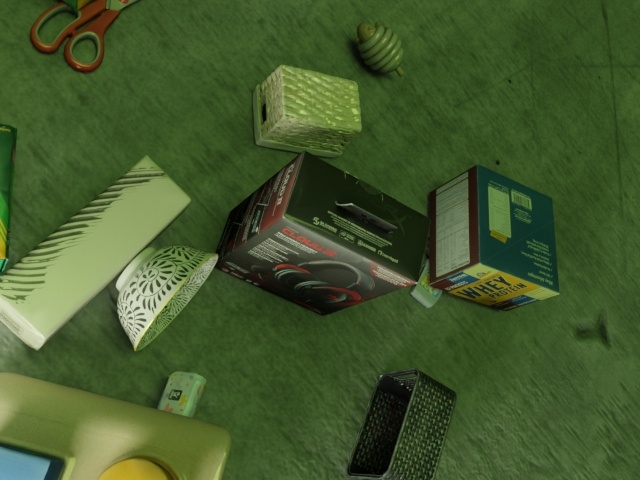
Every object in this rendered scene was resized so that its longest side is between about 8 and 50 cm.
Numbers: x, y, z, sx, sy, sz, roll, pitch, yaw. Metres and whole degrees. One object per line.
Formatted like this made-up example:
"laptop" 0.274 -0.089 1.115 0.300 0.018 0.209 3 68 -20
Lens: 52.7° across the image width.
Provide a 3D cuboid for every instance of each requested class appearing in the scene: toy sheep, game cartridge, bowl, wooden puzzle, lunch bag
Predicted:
"toy sheep" 0.120 -0.373 1.261 0.132 0.091 0.091 38 59 -21
"game cartridge" 0.204 0.081 1.205 0.056 0.017 0.083 40 59 -18
"bowl" -0.224 0.060 0.884 0.080 0.170 0.170 40 58 1
"wooden puzzle" -0.298 0.339 0.721 0.322 0.080 0.348 13 64 3
"lunch bag" -0.193 0.220 0.890 0.053 0.083 0.071 27 63 -20

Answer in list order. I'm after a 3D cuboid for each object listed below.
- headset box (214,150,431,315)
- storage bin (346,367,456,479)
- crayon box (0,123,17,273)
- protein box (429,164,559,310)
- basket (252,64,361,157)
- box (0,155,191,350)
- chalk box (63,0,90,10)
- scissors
"headset box" 0.000 0.000 0.947 0.218 0.293 0.110 26 63 -21
"storage bin" 0.129 0.305 1.026 0.084 0.122 0.180 32 61 -18
"crayon box" -0.490 -0.057 0.703 0.278 0.081 0.165 5 72 -29
"protein box" 0.324 0.001 1.216 0.200 0.136 0.201 19 62 -26
"basket" -0.021 -0.222 1.118 0.167 0.103 0.113 5 71 -28
"box" -0.308 0.014 0.874 0.094 0.113 0.275 45 57 -9
"chalk box" -0.399 -0.482 0.961 0.213 0.132 0.132 41 59 -4
"scissors" -0.338 -0.385 1.036 0.109 0.021 0.297 36 62 -13
